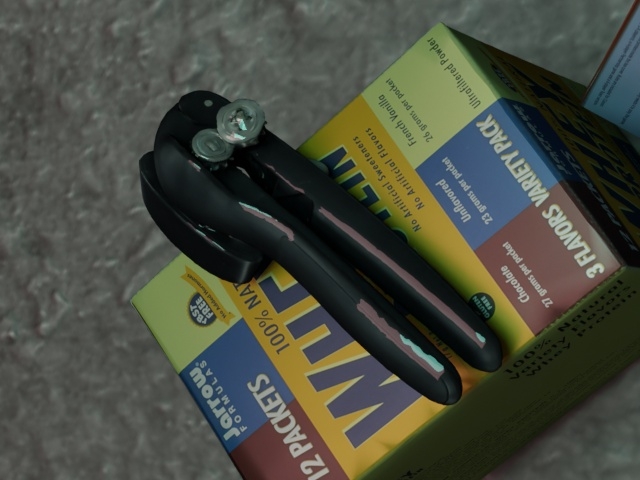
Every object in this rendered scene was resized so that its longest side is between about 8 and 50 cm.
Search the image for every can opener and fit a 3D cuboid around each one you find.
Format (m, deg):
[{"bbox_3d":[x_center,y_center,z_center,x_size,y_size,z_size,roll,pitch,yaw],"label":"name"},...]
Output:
[{"bbox_3d":[0.000,0.000,0.711,0.186,0.059,0.073,34,153,22],"label":"can opener"}]

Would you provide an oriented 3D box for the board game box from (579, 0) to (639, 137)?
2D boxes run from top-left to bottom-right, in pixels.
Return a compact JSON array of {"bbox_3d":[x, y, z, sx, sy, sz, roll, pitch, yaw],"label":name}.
[{"bbox_3d":[0.201,-0.083,0.684,0.145,0.281,0.027,31,72,6],"label":"board game box"}]

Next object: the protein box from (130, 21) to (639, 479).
[{"bbox_3d":[0.060,0.024,0.816,0.200,0.201,0.136,-41,71,18],"label":"protein box"}]
